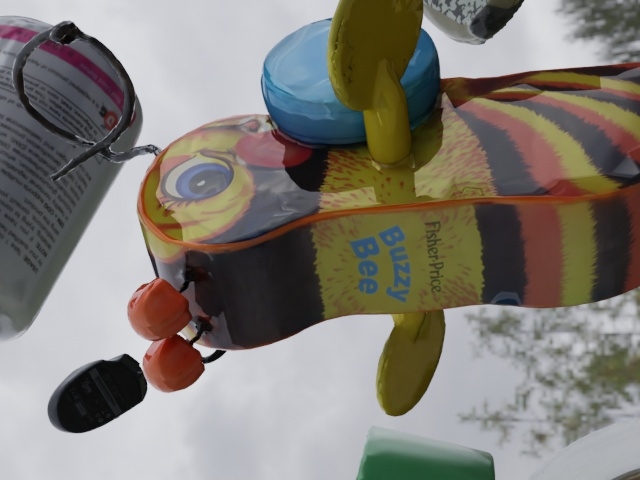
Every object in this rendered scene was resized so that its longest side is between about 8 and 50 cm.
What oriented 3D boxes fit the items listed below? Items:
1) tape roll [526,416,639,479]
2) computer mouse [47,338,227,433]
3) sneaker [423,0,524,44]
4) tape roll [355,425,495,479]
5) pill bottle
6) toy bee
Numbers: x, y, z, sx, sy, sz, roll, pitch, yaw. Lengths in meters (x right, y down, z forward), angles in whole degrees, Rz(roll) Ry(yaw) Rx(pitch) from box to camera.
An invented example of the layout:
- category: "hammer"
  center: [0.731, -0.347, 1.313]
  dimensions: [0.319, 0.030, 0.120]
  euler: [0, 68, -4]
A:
- category: "tape roll"
  center: [0.290, 0.271, 1.012]
  dimensions: [0.286, 0.286, 0.100]
  euler: [-55, -51, -44]
- category: "computer mouse"
  center: [-0.187, 0.132, 1.337]
  dimensions: [0.242, 0.041, 0.071]
  euler: [-28, -70, -12]
- category: "sneaker"
  center: [0.039, -0.332, 1.018]
  dimensions: [0.182, 0.158, 0.410]
  euler: [-2, -121, -37]
- category: "tape roll"
  center: [0.029, 0.271, 0.702]
  dimensions: [0.321, 0.077, 0.321]
  euler: [13, -90, -85]
- category: "pill bottle"
  center: [-0.265, -0.022, 0.946]
  dimensions: [0.160, 0.160, 0.283]
  euler: [53, -131, -40]
- category: "toy bee"
  center: [0.000, 0.000, 0.480]
  dimensions: [0.195, 0.298, 0.162]
  euler: [57, -147, -30]
